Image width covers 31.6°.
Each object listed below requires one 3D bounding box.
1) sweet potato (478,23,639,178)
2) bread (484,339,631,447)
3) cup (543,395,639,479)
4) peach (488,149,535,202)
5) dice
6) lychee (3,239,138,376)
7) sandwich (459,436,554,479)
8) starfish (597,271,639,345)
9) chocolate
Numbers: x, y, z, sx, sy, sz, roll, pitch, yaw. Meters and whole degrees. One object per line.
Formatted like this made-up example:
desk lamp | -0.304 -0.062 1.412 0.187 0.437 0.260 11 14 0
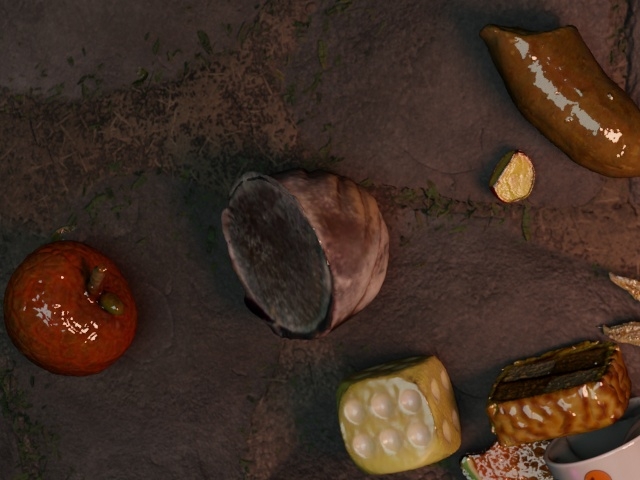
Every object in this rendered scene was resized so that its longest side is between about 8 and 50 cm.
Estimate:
sweet potato | 0.404 -0.216 1.787 0.157 0.158 0.370 -38 87 18
bread | 0.383 0.248 1.821 0.222 0.181 0.096 -17 103 24
cup | 0.513 0.432 1.761 0.212 0.212 0.317 -26 93 19
peach | 0.315 -0.108 1.876 0.077 0.050 0.083 -11 102 -4
dice | 0.133 0.294 1.912 0.169 0.169 0.166 -16 89 20
lychee | -0.453 0.121 2.066 0.300 0.255 0.255 -32 84 29
sandwich | 0.350 0.399 1.903 0.235 0.079 0.159 7 87 15
starfish | 0.582 0.141 1.790 0.293 0.084 0.302 34 95 23
chocolate | 0.000 0.000 1.911 0.303 0.213 0.303 31 132 42
